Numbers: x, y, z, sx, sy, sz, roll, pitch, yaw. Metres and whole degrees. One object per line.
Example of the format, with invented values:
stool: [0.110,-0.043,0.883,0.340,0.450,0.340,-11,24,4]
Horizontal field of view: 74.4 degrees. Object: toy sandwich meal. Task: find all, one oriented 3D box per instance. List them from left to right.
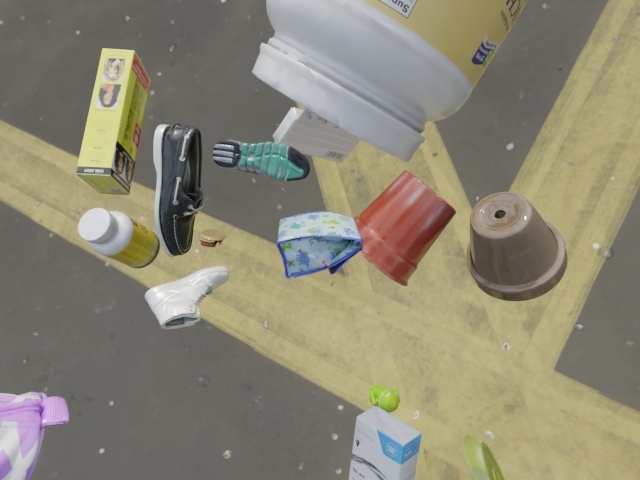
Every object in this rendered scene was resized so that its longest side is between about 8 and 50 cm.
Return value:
toy sandwich meal: [-0.322,-0.007,1.259,0.085,0.085,0.029,20,112,21]

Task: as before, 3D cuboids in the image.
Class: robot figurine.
robot figurine: [0.194,0.481,1.283,0.101,0.115,0.067,7,86,-24]

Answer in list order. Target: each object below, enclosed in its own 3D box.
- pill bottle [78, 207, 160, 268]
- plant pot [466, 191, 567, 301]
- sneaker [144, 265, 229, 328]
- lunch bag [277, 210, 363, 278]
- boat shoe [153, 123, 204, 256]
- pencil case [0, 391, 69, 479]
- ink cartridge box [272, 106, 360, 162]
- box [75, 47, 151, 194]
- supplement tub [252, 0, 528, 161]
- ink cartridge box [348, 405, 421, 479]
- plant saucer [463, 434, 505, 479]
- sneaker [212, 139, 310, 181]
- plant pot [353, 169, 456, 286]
pill bottle: [-0.458,-0.006,0.966,0.103,0.184,0.103,-3,71,9]
plant pot: [0.503,-0.002,1.131,0.262,0.229,0.263,-20,46,23]
sneaker: [-0.420,0.202,1.434,0.292,0.108,0.169,-21,55,-29]
lunch bag: [0.000,0.000,0.803,0.151,0.096,0.129,-14,25,2]
boat shoe: [-0.312,-0.107,0.953,0.091,0.114,0.303,3,108,8]
pencil case: [-0.261,0.106,0.220,0.086,0.206,0.088,33,89,44]
ink cartridge box: [0.024,-0.367,1.337,0.239,0.275,0.060,-45,53,38]
box: [-0.346,-0.200,0.715,0.058,0.087,0.233,3,73,-2]
supplement tub: [0.092,-0.276,0.431,0.241,0.241,0.332,38,109,25]
ink cartridge box: [0.112,0.412,0.761,0.104,0.060,0.180,16,105,42]
plant saucer: [0.415,0.588,1.011,0.037,0.241,0.241,-28,64,19]
sneaker: [-0.129,-0.185,0.975,0.223,0.098,0.083,13,93,3]
plant pot: [0.247,-0.049,1.275,0.265,0.272,0.272,-50,64,12]
